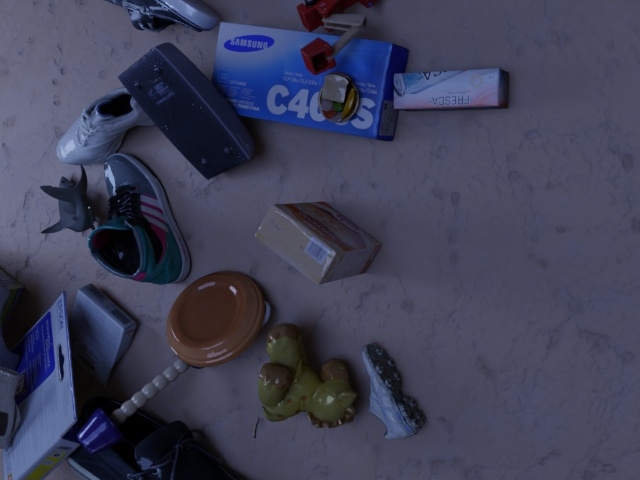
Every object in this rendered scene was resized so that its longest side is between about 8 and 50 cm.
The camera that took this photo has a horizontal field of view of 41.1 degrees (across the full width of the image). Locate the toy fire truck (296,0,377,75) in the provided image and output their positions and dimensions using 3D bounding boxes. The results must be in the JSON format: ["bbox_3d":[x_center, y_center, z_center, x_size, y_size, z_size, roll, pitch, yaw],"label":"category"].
[{"bbox_3d":[0.032,-0.371,1.433,0.192,0.047,0.135,-34,53,-8],"label":"toy fire truck"}]

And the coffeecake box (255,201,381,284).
[{"bbox_3d":[0.000,0.000,1.463,0.142,0.185,0.068,37,109,20],"label":"coffeecake box"}]

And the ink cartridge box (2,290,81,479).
[{"bbox_3d":[-0.564,0.312,1.760,0.307,0.072,0.303,-40,49,29],"label":"ink cartridge box"}]

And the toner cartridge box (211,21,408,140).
[{"bbox_3d":[-0.028,-0.285,1.521,0.348,0.075,0.165,13,98,26],"label":"toner cartridge box"}]

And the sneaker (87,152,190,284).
[{"bbox_3d":[-0.384,-0.040,1.660,0.124,0.178,0.295,-35,78,25],"label":"sneaker"}]

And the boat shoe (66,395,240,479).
[{"bbox_3d":[-0.296,0.441,1.649,0.500,0.187,0.155,19,108,30],"label":"boat shoe"}]

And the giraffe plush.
[{"bbox_3d":[-0.016,0.261,1.518,0.171,0.181,0.210,9,87,5],"label":"giraffe plush"}]

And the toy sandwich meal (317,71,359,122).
[{"bbox_3d":[0.027,-0.240,1.436,0.086,0.029,0.085,2,94,27],"label":"toy sandwich meal"}]

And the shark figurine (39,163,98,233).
[{"bbox_3d":[-0.505,-0.048,1.699,0.116,0.278,0.166,-22,97,-17],"label":"shark figurine"}]

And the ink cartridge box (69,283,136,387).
[{"bbox_3d":[-0.468,0.202,1.809,0.145,0.045,0.179,37,127,19],"label":"ink cartridge box"}]

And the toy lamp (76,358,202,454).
[{"bbox_3d":[-0.339,0.299,1.628,0.275,0.080,0.080,-40,71,-18],"label":"toy lamp"}]

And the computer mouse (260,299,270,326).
[{"bbox_3d":[-0.179,0.148,1.635,0.193,0.042,0.106,1,57,23],"label":"computer mouse"}]

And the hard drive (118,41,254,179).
[{"bbox_3d":[-0.239,-0.236,1.562,0.254,0.054,0.172,50,145,-17],"label":"hard drive"}]

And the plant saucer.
[{"bbox_3d":[-0.202,0.140,1.599,0.200,0.037,0.199,-11,55,16],"label":"plant saucer"}]

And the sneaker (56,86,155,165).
[{"bbox_3d":[-0.431,-0.241,1.699,0.297,0.129,0.111,-29,82,27],"label":"sneaker"}]

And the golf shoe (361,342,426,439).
[{"bbox_3d":[0.105,0.269,1.498,0.086,0.069,0.176,-34,77,31],"label":"golf shoe"}]

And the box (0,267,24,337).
[{"bbox_3d":[-0.824,0.136,1.931,0.243,0.117,0.213,33,107,22],"label":"box"}]

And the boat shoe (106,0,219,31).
[{"bbox_3d":[-0.321,-0.448,1.642,0.301,0.108,0.102,32,107,24],"label":"boat shoe"}]

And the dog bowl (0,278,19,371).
[{"bbox_3d":[-0.806,0.194,1.797,0.349,0.102,0.348,3,100,16],"label":"dog bowl"}]

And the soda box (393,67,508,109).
[{"bbox_3d":[0.215,-0.247,1.409,0.183,0.058,0.062,2,95,26],"label":"soda box"}]

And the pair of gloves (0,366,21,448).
[{"bbox_3d":[-0.717,0.315,1.718,0.240,0.042,0.204,12,115,2],"label":"pair of gloves"}]
